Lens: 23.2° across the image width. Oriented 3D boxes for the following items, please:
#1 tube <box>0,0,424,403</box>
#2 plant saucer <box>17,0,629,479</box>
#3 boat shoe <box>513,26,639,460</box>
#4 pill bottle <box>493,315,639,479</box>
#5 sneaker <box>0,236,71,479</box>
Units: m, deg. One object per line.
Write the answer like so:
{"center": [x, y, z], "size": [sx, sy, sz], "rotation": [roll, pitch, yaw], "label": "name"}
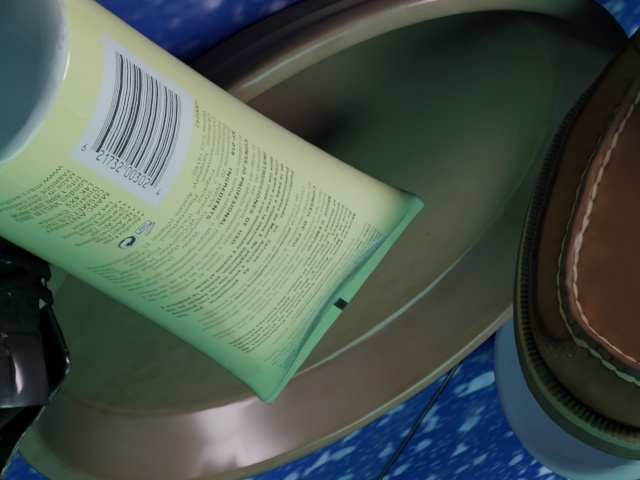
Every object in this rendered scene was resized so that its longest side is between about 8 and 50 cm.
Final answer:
{"center": [-0.039, -0.008, 0.461], "size": [0.070, 0.062, 0.240], "rotation": [-15, 159, 20], "label": "tube"}
{"center": [0.000, 0.000, 0.605], "size": [0.278, 0.041, 0.278], "rotation": [-26, 150, -17], "label": "plant saucer"}
{"center": [0.159, -0.071, 0.525], "size": [0.307, 0.111, 0.104], "rotation": [-56, 168, -25], "label": "boat shoe"}
{"center": [0.195, 0.060, 0.812], "size": [0.208, 0.117, 0.117], "rotation": [0, 135, -46], "label": "pill bottle"}
{"center": [-0.100, 0.015, 0.474], "size": [0.051, 0.089, 0.170], "rotation": [0, 136, -45], "label": "sneaker"}
